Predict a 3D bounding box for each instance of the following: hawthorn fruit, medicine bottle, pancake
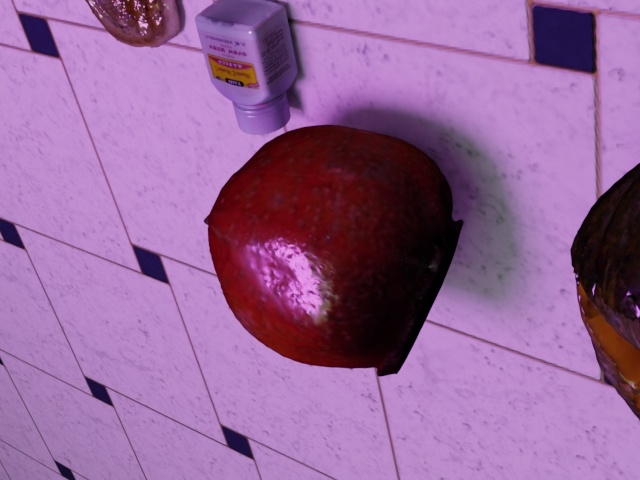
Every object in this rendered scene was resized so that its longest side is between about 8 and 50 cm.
[{"bbox_3d":[0.000,0.000,0.921,0.250,0.215,0.215,13,135,36],"label":"hawthorn fruit"},{"bbox_3d":[-0.063,-0.159,0.949,0.074,0.055,0.118,18,138,31],"label":"medicine bottle"},{"bbox_3d":[-0.194,-0.247,1.022,0.139,0.022,0.139,28,143,24],"label":"pancake"}]

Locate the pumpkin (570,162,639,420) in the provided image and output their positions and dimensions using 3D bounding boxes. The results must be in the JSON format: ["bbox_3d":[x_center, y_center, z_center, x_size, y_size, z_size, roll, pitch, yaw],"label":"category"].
[{"bbox_3d":[0.304,0.073,0.646,0.320,0.192,0.320,53,173,10],"label":"pumpkin"}]
